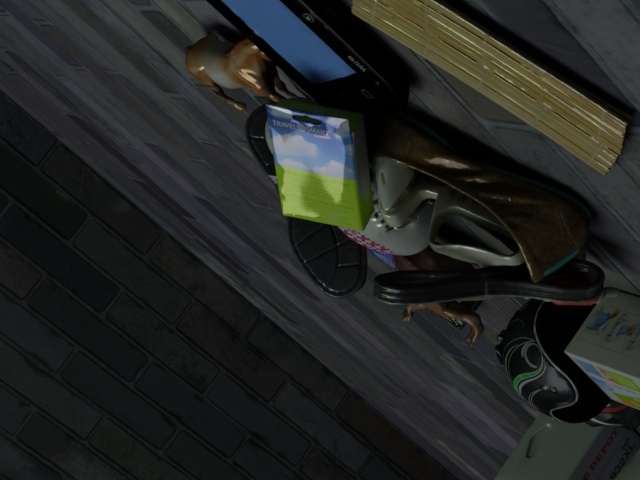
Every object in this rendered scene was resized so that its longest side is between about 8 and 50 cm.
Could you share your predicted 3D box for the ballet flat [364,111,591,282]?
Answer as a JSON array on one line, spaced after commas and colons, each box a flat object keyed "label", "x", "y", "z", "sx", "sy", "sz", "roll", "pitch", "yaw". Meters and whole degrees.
[{"label": "ballet flat", "x": 0.149, "y": -0.049, "z": 1.610, "sx": 0.342, "sy": 0.124, "sz": 0.116, "roll": 31, "pitch": 168, "yaw": 30}]

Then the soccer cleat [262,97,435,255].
[{"label": "soccer cleat", "x": 0.057, "y": -0.060, "z": 1.786, "sx": 0.331, "sy": 0.116, "sz": 0.143, "roll": 37, "pitch": -179, "yaw": -37}]

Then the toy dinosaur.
[{"label": "toy dinosaur", "x": 0.143, "y": 0.037, "z": 1.966, "sx": 0.200, "sy": 0.127, "sz": 0.296, "roll": 42, "pitch": 170, "yaw": -34}]

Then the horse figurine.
[{"label": "horse figurine", "x": -0.104, "y": -0.223, "z": 1.833, "sx": 0.263, "sy": 0.066, "sz": 0.174, "roll": 21, "pitch": 168, "yaw": 47}]

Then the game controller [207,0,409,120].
[{"label": "game controller", "x": -0.039, "y": -0.245, "z": 1.530, "sx": 0.319, "sy": 0.067, "sz": 0.166, "roll": 40, "pitch": 169, "yaw": -22}]

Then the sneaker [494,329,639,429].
[{"label": "sneaker", "x": 0.373, "y": 0.205, "z": 2.039, "sx": 0.276, "sy": 0.097, "sz": 0.135, "roll": 22, "pitch": 159, "yaw": 49}]

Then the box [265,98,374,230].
[{"label": "box", "x": 0.000, "y": -0.094, "z": 1.623, "sx": 0.109, "sy": 0.042, "sz": 0.178, "roll": 12, "pitch": 138, "yaw": 19}]

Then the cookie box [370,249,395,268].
[{"label": "cookie box", "x": 0.114, "y": 0.008, "z": 2.180, "sx": 0.092, "sy": 0.040, "sz": 0.107, "roll": 31, "pitch": 168, "yaw": 28}]

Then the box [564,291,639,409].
[{"label": "box", "x": 0.413, "y": 0.147, "z": 1.657, "sx": 0.114, "sy": 0.103, "sz": 0.203, "roll": 43, "pitch": 168, "yaw": -28}]

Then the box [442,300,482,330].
[{"label": "box", "x": 0.210, "y": 0.097, "z": 2.223, "sx": 0.083, "sy": 0.052, "sz": 0.062, "roll": 36, "pitch": 168, "yaw": 7}]

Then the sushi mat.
[{"label": "sushi mat", "x": 0.158, "y": -0.173, "z": 1.337, "sx": 0.316, "sy": 0.019, "sz": 0.151, "roll": 34, "pitch": 168, "yaw": 10}]

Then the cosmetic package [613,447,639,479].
[{"label": "cosmetic package", "x": 0.459, "y": 0.401, "z": 1.796, "sx": 0.217, "sy": 0.385, "sz": 0.156, "roll": 38, "pitch": -167, "yaw": 3}]

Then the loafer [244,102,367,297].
[{"label": "loafer", "x": -0.007, "y": -0.057, "z": 1.966, "sx": 0.302, "sy": 0.109, "sz": 0.095, "roll": 64, "pitch": -168, "yaw": 13}]

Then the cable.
[{"label": "cable", "x": 0.209, "y": 0.062, "z": 1.595, "sx": 0.139, "sy": 0.287, "sz": 0.072, "roll": -133, "pitch": 35, "yaw": -60}]

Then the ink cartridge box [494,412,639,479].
[{"label": "ink cartridge box", "x": 0.463, "y": 0.426, "z": 2.358, "sx": 0.129, "sy": 0.223, "sz": 0.307, "roll": 22, "pitch": 162, "yaw": 51}]

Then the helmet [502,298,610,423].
[{"label": "helmet", "x": 0.321, "y": 0.153, "z": 1.825, "sx": 0.169, "sy": 0.169, "sz": 0.161, "roll": 35, "pitch": 154, "yaw": 8}]
